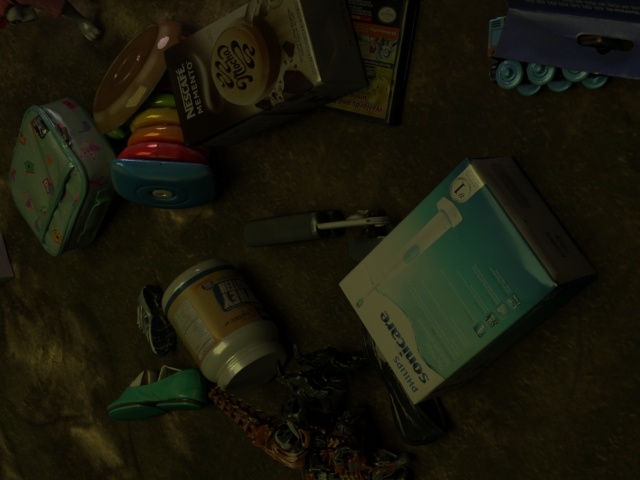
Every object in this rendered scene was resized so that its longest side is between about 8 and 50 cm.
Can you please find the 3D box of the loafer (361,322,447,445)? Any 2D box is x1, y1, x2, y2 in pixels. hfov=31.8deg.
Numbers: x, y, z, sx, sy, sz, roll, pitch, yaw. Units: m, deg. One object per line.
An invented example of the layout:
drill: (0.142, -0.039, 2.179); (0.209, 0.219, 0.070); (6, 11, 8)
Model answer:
loafer: (0.129, 0.195, 1.678); (0.078, 0.076, 0.223); (-26, 83, 40)

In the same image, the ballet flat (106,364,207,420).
ballet flat: (-0.293, 0.274, 2.050); (0.247, 0.083, 0.087); (-16, 59, 40)

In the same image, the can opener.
can opener: (0.000, 0.000, 1.769); (0.283, 0.076, 0.095); (-8, 88, 42)

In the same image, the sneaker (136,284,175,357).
sneaker: (-0.307, 0.152, 2.067); (0.058, 0.052, 0.135); (-32, 66, 48)

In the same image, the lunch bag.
lunch bag: (-0.484, -0.116, 2.115); (0.224, 0.108, 0.279); (55, 140, 21)

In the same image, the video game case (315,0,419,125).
video game case: (0.026, -0.324, 1.748); (0.275, 0.035, 0.248); (18, 105, 37)

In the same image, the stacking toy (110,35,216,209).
stacking toy: (-0.260, -0.217, 1.935); (0.166, 0.175, 0.301); (103, 170, -71)

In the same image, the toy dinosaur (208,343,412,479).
toy dinosaur: (-0.017, 0.289, 1.730); (0.322, 0.164, 0.218); (10, 110, -6)

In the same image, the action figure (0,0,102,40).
action figure: (-0.506, -0.525, 2.044); (0.248, 0.276, 0.370); (48, 108, 20)

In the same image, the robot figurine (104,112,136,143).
robot figurine: (-0.364, -0.232, 2.064); (0.115, 0.067, 0.101); (-51, 35, 31)

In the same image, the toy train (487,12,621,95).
toy train: (0.306, -0.252, 1.488); (0.184, 0.080, 0.105); (-1, 86, 39)

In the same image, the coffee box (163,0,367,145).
coffee box: (-0.092, -0.269, 1.748); (0.297, 0.119, 0.168); (-20, 82, 39)

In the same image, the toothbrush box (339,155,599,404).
toothbrush box: (0.198, 0.056, 1.572); (0.295, 0.126, 0.216); (-47, 66, 32)

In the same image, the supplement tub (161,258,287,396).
supplement tub: (-0.159, 0.145, 1.871); (0.199, 0.144, 0.144); (53, 124, 23)

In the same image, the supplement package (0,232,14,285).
supplement package: (-0.751, 0.054, 2.342); (0.105, 0.179, 0.105); (-27, 77, 39)

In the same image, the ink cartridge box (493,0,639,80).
ink cartridge box: (0.373, -0.360, 1.382); (0.304, 0.072, 0.307); (17, 86, 37)

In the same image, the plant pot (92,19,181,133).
plant pot: (-0.327, -0.292, 1.951); (0.236, 0.032, 0.236); (-37, 33, 29)
